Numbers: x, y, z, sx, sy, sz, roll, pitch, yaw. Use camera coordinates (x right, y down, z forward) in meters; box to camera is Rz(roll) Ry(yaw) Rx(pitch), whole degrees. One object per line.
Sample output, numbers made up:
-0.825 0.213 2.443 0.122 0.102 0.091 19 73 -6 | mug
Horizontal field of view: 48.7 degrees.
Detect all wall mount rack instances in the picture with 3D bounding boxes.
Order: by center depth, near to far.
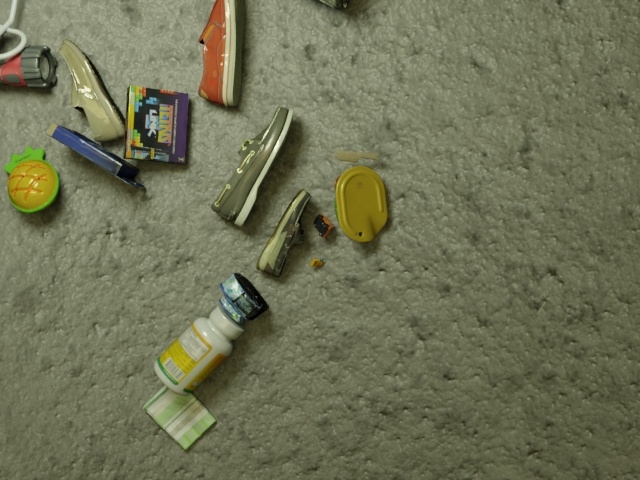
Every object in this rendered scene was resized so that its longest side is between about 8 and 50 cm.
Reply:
-0.839 -0.553 1.663 0.350 0.130 0.304 13 55 14 | wall mount rack

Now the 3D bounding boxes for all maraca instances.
-0.694 -0.147 1.696 0.127 0.099 0.186 -27 65 -6 | maraca

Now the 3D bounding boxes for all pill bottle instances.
-0.283 0.257 1.673 0.117 0.117 0.208 44 93 1 | pill bottle

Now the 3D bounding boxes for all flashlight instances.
-0.796 -0.419 1.697 0.304 0.103 0.103 3 96 7 | flashlight

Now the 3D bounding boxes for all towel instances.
-0.345 0.422 1.726 0.113 0.023 0.152 -44 89 3 | towel

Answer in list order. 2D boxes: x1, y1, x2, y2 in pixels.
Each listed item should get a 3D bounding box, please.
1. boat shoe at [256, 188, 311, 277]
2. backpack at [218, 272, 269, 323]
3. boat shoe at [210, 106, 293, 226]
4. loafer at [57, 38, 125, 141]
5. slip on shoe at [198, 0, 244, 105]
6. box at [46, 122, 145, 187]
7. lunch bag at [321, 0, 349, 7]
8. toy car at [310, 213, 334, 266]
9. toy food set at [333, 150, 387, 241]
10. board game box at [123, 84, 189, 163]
-0.073 -0.015 1.684 0.073 0.080 0.223 30 97 -4 | boat shoe
-0.191 0.138 1.674 0.084 0.105 0.114 -38 84 1 | backpack
-0.157 -0.184 1.665 0.091 0.109 0.305 26 96 -3 | boat shoe
-0.556 -0.351 1.681 0.092 0.102 0.268 -30 90 -3 | loafer
-0.237 -0.485 1.663 0.101 0.123 0.331 5 96 6 | slip on shoe
-0.516 -0.198 1.665 0.225 0.136 0.036 32 92 1 | box
-0.034 -0.696 1.602 0.305 0.212 0.256 26 109 4 | lunch bag
0.000 0.000 1.708 0.040 0.060 0.122 4 114 -40 | toy car
0.085 -0.105 1.684 0.128 0.071 0.218 -6 93 -22 | toy food set
-0.389 -0.271 1.675 0.141 0.048 0.170 2 92 -24 | board game box
